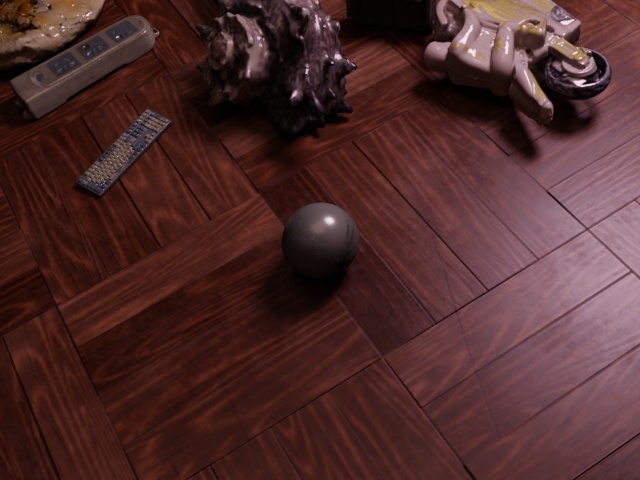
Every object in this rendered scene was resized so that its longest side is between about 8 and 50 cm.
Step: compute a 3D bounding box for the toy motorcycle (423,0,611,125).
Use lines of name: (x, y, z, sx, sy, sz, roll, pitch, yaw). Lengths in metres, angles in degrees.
toy motorcycle: (0.277, -0.303, 1.232, 0.223, 0.107, 0.340, -28, 54, -10)

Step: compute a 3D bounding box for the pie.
pie: (-0.568, -0.437, 1.489, 0.339, 0.077, 0.339, -4, 55, 6)

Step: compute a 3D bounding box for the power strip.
power strip: (-0.408, -0.308, 1.391, 0.286, 0.048, 0.080, -34, 58, -16)

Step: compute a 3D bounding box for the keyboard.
keyboard: (-0.313, -0.142, 1.277, 0.055, 0.014, 0.176, 27, 64, 22)

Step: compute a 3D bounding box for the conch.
conch: (-0.083, -0.289, 1.251, 0.313, 0.186, 0.240, 41, 97, 12)

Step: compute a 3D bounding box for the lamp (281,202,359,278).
lamp: (0.000, 0.000, 1.069, 0.105, 0.105, 0.105, -5, 55, 7)

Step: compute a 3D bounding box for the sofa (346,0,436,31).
sofa: (0.117, -0.389, 1.328, 0.147, 0.085, 0.060, 12, 40, 17)
